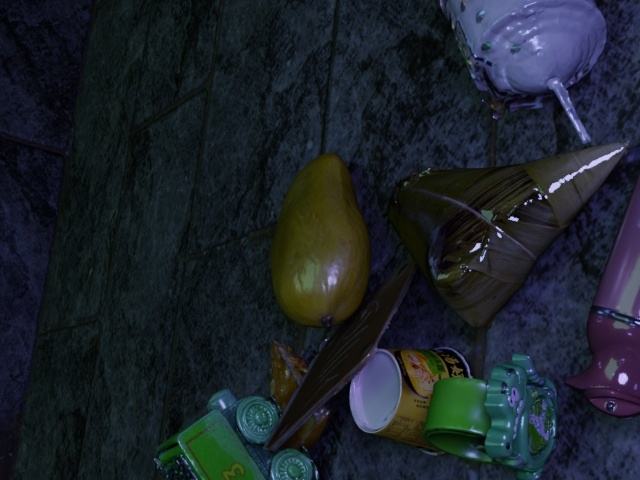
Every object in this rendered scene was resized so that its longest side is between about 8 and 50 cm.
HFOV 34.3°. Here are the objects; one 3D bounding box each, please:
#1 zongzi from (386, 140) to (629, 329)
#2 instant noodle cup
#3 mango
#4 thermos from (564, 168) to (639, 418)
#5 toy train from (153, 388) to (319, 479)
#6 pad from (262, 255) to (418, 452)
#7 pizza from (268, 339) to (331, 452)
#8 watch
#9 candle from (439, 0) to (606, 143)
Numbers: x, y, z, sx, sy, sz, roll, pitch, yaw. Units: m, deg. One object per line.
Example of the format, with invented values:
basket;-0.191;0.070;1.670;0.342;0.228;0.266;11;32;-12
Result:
zongzi;0.235;-0.069;1.363;0.300;0.145;0.274;-47;32;13
instant noodle cup;0.119;0.211;1.410;0.151;0.122;0.151;-30;53;51
mango;-0.004;0.007;1.692;0.195;0.142;0.331;-52;26;30
thermos;0.368;0.031;1.083;0.109;0.136;0.330;-171;101;-81
toy train;-0.127;0.362;1.632;0.243;0.188;0.132;55;145;2
pad;0.038;0.159;1.525;0.286;0.018;0.284;-47;6;38
pizza;-0.037;0.252;1.707;0.201;0.053;0.193;-34;62;58
watch;0.194;0.206;1.247;0.152;0.165;0.131;-2;62;40
candle;0.266;-0.269;1.328;0.187;0.187;0.330;-49;41;37
